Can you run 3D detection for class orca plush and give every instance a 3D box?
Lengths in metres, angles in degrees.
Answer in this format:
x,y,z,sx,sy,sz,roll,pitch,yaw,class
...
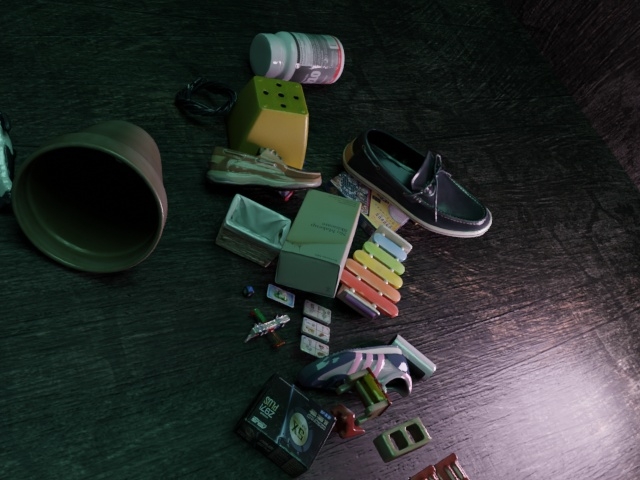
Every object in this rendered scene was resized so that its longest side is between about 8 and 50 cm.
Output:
x,y,z,sx,sy,sz,roll,pitch,yaw,class
-0.726,-0.209,1.599,0.287,0.151,0.102,51,15,15,orca plush

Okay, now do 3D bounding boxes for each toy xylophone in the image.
x,y,z,sx,sy,sz,roll,pitch,yaw,class
0.124,0.079,1.929,0.236,0.081,0.322,30,46,-9,toy xylophone

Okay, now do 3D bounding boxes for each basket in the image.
x,y,z,sx,sy,sz,roll,pitch,yaw,class
-0.178,-0.022,1.800,0.167,0.103,0.113,27,47,-14,basket

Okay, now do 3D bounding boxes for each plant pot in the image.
x,y,z,sx,sy,sz,roll,pitch,yaw,class
-0.488,-0.136,1.577,0.323,0.323,0.280,25,31,-14,plant pot
-0.139,-0.346,1.986,0.212,0.187,0.212,5,49,-22,plant pot

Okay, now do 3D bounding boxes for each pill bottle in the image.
x,y,z,sx,sy,sz,roll,pitch,yaw,class
-0.077,-0.595,2.260,0.283,0.161,0.161,-8,62,-36,pill bottle

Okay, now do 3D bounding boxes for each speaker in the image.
x,y,z,sx,sy,sz,roll,pitch,yaw,class
0.239,0.311,1.845,0.136,0.055,0.055,40,45,-1,speaker

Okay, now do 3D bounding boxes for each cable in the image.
x,y,z,sx,sy,sz,roll,pitch,yaw,class
-0.328,-0.412,1.995,0.151,0.047,0.184,-33,55,-31,cable

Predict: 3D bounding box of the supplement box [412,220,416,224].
x,y,z,sx,sy,sz,roll,pitch,yaw,class
0.364,-0.127,2.239,0.188,0.081,0.104,-13,65,-38,supplement box

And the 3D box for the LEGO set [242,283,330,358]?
x,y,z,sx,sy,sz,roll,pitch,yaw,class
-0.093,0.204,1.739,0.244,0.060,0.182,25,35,-16,LEGO set

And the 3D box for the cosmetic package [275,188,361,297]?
x,y,z,sx,sy,sz,roll,pitch,yaw,class
0.000,0.000,1.826,0.160,0.113,0.309,14,35,4,cosmetic package

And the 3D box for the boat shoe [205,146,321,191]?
x,y,z,sx,sy,sz,roll,pitch,yaw,class
-0.148,-0.199,1.898,0.325,0.123,0.116,4,88,-22,boat shoe

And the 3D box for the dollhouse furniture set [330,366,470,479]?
x,y,z,sx,sy,sz,roll,pitch,yaw,class
0.169,0.488,1.575,0.152,0.201,0.374,-11,57,-37,dollhouse furniture set

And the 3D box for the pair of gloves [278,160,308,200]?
x,y,z,sx,sy,sz,roll,pitch,yaw,class
-0.118,-0.204,2.034,0.159,0.023,0.198,42,45,1,pair of gloves

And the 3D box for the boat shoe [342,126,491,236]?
x,y,z,sx,sy,sz,roll,pitch,yaw,class
0.302,-0.175,2.085,0.500,0.156,0.186,32,54,1,boat shoe

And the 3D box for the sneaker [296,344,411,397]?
x,y,z,sx,sy,sz,roll,pitch,yaw,class
0.096,0.339,1.692,0.319,0.112,0.131,-3,56,-33,sneaker

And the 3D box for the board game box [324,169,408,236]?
x,y,z,sx,sy,sz,roll,pitch,yaw,class
0.147,-0.118,2.121,0.243,0.042,0.165,47,45,7,board game box

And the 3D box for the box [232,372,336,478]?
x,y,z,sx,sy,sz,roll,pitch,yaw,class
-0.078,0.412,1.550,0.180,0.077,0.147,39,46,-1,box
